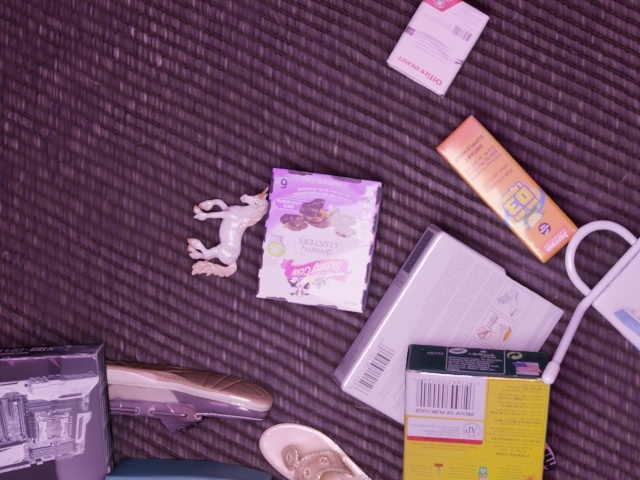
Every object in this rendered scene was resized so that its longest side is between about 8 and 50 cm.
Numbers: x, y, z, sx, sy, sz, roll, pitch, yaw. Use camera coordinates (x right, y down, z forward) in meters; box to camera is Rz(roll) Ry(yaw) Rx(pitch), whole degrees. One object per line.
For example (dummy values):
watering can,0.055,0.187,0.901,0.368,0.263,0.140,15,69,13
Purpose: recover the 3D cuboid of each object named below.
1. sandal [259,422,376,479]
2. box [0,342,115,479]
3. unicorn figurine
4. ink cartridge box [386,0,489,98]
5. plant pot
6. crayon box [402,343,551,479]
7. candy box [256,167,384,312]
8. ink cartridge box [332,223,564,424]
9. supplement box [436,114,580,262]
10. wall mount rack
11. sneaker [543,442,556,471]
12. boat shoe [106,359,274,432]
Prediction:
sandal,0.012,0.353,1.922,0.240,0.079,0.088,34,94,5
box,-0.429,0.311,1.898,0.242,0.076,0.307,-2,100,1
unicorn figurine,-0.140,-0.021,1.954,0.111,0.060,0.162,12,108,6
ink cartridge box,0.174,-0.293,1.913,0.099,0.056,0.135,32,93,5
plant pot,-0.185,0.413,1.908,0.234,0.165,0.166,-2,90,1
crayon box,0.218,0.307,1.859,0.202,0.081,0.318,4,116,6
candy box,0.000,0.000,1.926,0.165,0.070,0.196,8,91,6
ink cartridge box,0.190,0.152,1.915,0.239,0.060,0.275,31,94,-19
supplement box,0.275,-0.075,1.893,0.078,0.080,0.233,-44,89,6
wall mount rack,0.464,0.145,1.810,0.350,0.130,0.304,43,85,-7
sneaker,0.318,0.293,1.910,0.040,0.044,0.109,-25,106,31
boat shoe,-0.211,0.243,1.940,0.285,0.103,0.092,9,97,10
